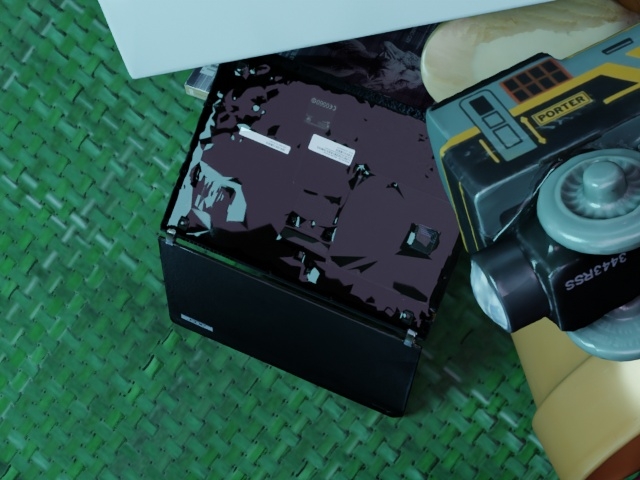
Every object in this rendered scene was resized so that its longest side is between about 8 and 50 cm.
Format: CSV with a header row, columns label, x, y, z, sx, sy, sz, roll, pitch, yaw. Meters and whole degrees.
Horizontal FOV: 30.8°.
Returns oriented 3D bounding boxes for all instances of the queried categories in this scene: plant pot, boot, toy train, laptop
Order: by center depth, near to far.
label,x,y,z,sx,sy,sz,roll,pitch,yaw
toy train,0.225,-0.065,0.711,0.334,0.142,0.190,-27,45,-3
plant pot,0.256,0.029,0.871,0.291,0.291,0.203,-34,68,10
boot,0.198,-0.164,0.888,0.295,0.211,0.104,-13,108,-6
laptop,0.000,0.000,0.971,0.234,0.136,0.264,22,98,9

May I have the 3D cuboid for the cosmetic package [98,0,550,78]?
label,x,y,z,sx,sy,sz,roll,pitch,yaw
cosmetic package,0.059,-0.246,0.855,0.377,0.284,0.097,-6,123,23

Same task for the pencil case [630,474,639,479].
label,x,y,z,sx,sy,sz,roll,pitch,yaw
pencil case,0.294,0.202,0.887,0.104,0.104,0.236,46,124,7

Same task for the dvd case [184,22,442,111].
label,x,y,z,sx,sy,sz,roll,pitch,yaw
dvd case,0.021,-0.153,0.984,0.221,0.018,0.164,20,60,15
